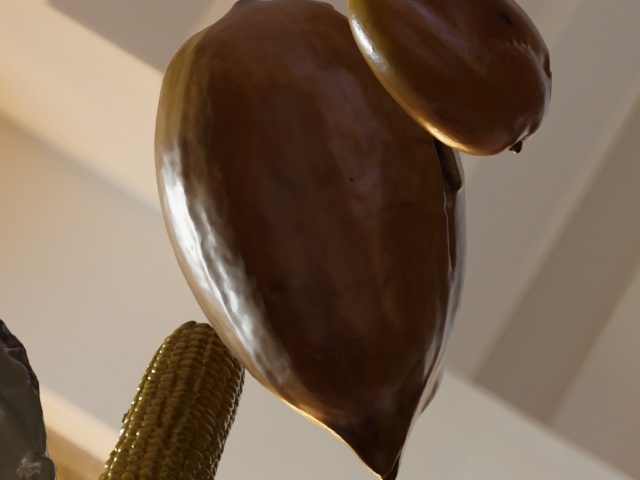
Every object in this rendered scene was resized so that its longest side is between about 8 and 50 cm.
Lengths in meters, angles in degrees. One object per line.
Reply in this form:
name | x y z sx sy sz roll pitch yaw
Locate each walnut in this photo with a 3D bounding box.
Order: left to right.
walnut | 0.000 0.000 1.300 0.209 0.336 0.209 -13 -14 -3

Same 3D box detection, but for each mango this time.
mango | 0.061 -0.087 0.924 0.060 0.114 0.080 -30 25 40

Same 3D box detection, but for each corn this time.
corn | -0.111 0.157 1.375 0.080 0.080 0.238 114 176 -55

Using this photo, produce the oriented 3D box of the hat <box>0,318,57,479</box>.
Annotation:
hat | -0.320 0.148 1.153 0.168 0.301 0.258 -6 92 62
